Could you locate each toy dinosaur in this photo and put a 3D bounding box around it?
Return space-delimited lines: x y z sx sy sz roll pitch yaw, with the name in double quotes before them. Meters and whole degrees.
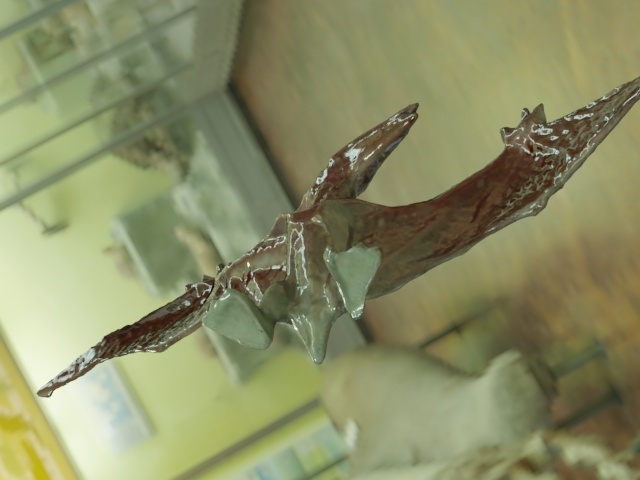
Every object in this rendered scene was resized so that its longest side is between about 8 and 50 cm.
"toy dinosaur" 0.001 0.001 0.443 0.032 0.220 0.108 59 -159 -16
